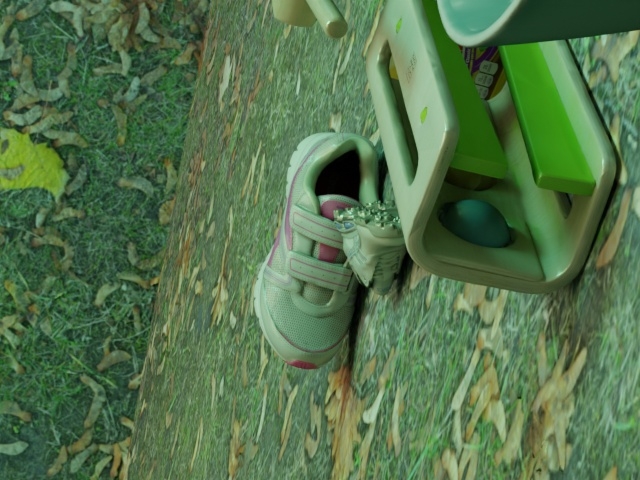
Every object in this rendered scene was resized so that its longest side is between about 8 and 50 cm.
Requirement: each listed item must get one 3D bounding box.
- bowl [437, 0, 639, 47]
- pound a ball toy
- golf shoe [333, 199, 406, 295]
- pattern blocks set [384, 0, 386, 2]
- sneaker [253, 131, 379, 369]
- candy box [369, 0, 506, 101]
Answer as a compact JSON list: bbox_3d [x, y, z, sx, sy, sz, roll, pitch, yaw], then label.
[{"bbox_3d":[0.189,-0.247,1.111,0.311,0.163,0.311,-170,90,-78],"label":"bowl"},{"bbox_3d":[0.070,-0.095,1.421,0.319,0.208,0.135,-101,25,-59],"label":"pound a ball toy"},{"bbox_3d":[0.061,0.007,1.768,0.176,0.069,0.086,-175,75,-81],"label":"golf shoe"},{"bbox_3d":[0.029,-0.314,1.797,0.285,0.026,0.325,-112,-3,-49],"label":"pattern blocks set"},{"bbox_3d":[0.000,0.000,1.917,0.111,0.103,0.252,134,144,-72],"label":"sneaker"},{"bbox_3d":[0.117,-0.193,1.534,0.027,0.105,0.206,-75,3,-56],"label":"candy box"}]
